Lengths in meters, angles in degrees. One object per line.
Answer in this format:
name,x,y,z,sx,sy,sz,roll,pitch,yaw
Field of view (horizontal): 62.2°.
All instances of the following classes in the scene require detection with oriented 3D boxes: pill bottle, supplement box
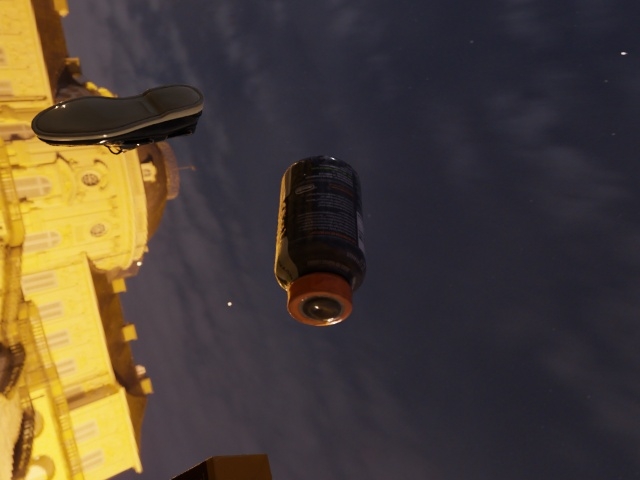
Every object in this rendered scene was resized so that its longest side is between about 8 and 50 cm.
pill bottle,0.000,0.000,0.775,0.130,0.130,0.245,121,-22,-44
supplement box,-0.183,0.504,0.932,0.194,0.129,0.191,-37,-126,28

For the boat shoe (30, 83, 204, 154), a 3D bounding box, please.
boat shoe,-0.406,-0.235,1.100,0.127,0.340,0.113,49,-35,24
